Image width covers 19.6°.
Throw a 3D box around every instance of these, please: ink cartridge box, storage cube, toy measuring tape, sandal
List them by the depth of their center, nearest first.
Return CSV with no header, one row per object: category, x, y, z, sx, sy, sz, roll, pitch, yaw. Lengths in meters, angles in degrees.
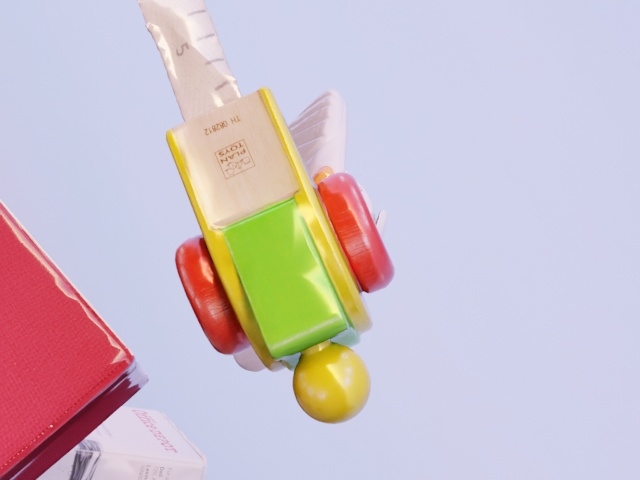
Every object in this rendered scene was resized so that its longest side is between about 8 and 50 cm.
toy measuring tape,-0.041,-0.038,1.041,0.121,0.121,0.330,95,-24,-60
storage cube,-0.240,0.070,1.129,0.215,0.193,0.183,50,-7,5
sandal,0.007,-0.006,1.263,0.076,0.265,0.102,34,-53,-19
ink cartridge box,-0.217,0.178,1.426,0.160,0.219,0.092,-150,-108,-69
